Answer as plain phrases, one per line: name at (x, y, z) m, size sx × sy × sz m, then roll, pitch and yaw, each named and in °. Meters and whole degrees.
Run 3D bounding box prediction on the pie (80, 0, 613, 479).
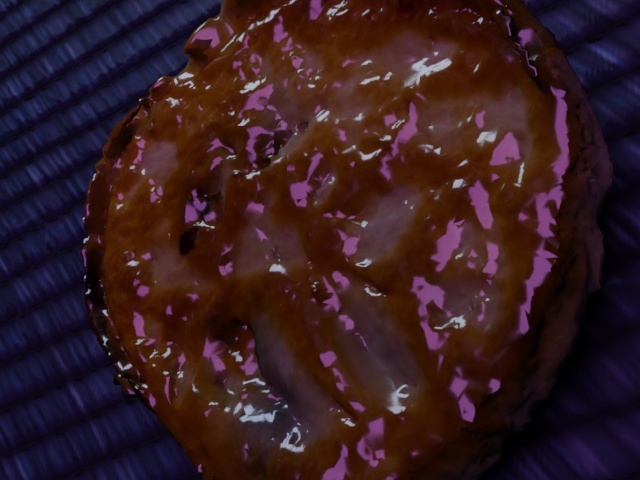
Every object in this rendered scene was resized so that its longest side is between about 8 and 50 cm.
pie at (0.000, 0.000, 0.492) m, size 0.315 × 0.092 × 0.315 m, roll -11°, pitch 70°, yaw 32°
